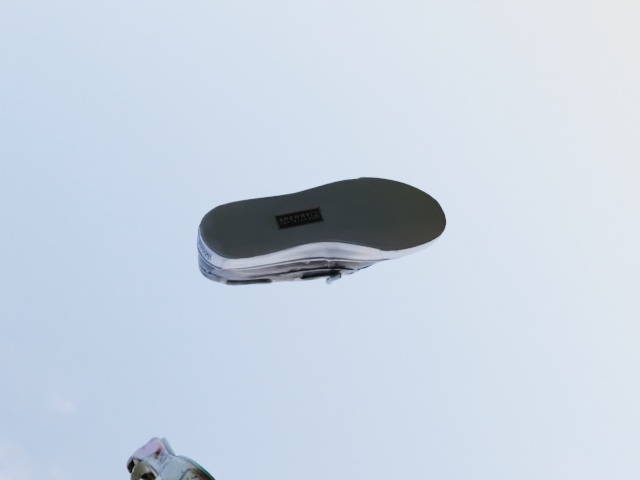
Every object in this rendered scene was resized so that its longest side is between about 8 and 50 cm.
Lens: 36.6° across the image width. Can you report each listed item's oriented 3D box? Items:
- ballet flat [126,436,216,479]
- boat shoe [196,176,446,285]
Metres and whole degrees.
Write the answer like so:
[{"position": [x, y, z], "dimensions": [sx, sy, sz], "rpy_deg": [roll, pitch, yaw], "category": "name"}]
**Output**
[{"position": [-0.185, 0.292, 1.163], "dimensions": [0.079, 0.221, 0.076], "rpy_deg": [-34, -74, -20], "category": "ballet flat"}, {"position": [0.001, 0.004, 1.193], "dimensions": [0.306, 0.105, 0.113], "rpy_deg": [-12, -119, -16], "category": "boat shoe"}]
